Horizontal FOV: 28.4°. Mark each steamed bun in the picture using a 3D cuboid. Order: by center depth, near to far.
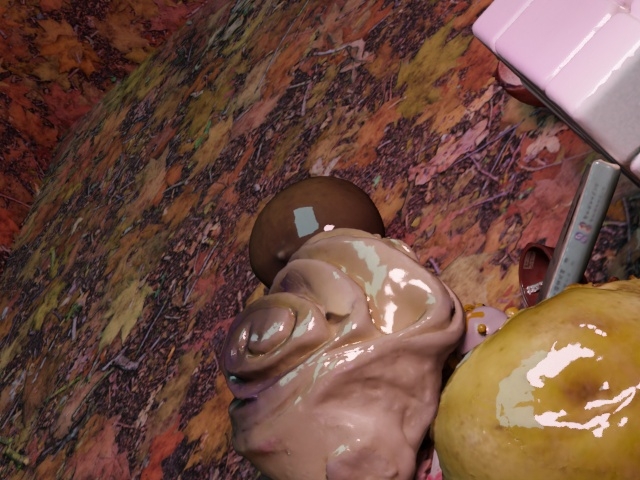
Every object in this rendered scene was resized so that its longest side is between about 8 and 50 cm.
[{"bbox_3d":[0.000,0.146,1.540,0.346,0.238,0.394,-53,27,43],"label":"steamed bun"}]

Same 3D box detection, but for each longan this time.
[{"bbox_3d":[0.000,0.000,1.866,0.220,0.197,0.196,-31,31,53],"label":"longan"}]

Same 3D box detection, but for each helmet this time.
[{"bbox_3d":[0.278,0.050,1.467,0.111,0.057,0.089,-117,31,-53],"label":"helmet"}]

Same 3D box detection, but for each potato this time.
[{"bbox_3d":[0.260,0.189,1.048,0.330,0.280,0.213,-53,22,-4],"label":"potato"}]

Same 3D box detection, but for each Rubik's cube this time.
[{"bbox_3d":[0.399,-0.192,1.260,0.316,0.322,0.319,-49,23,10],"label":"Rubik's cube"}]

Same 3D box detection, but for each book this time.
[{"bbox_3d":[0.216,0.102,1.252,0.264,0.031,0.379,-13,-58,-80],"label":"book"}]

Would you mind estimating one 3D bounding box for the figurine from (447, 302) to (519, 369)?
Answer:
[{"bbox_3d":[0.193,0.106,1.538,0.101,0.068,0.143,-34,13,22],"label":"figurine"}]

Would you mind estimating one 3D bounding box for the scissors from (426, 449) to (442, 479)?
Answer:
[{"bbox_3d":[0.142,0.282,1.426,0.118,0.030,0.242,-31,36,40],"label":"scissors"}]

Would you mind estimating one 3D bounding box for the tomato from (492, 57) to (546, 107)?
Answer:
[{"bbox_3d":[0.340,-0.258,1.704,0.199,0.112,0.228,-27,33,31],"label":"tomato"}]
